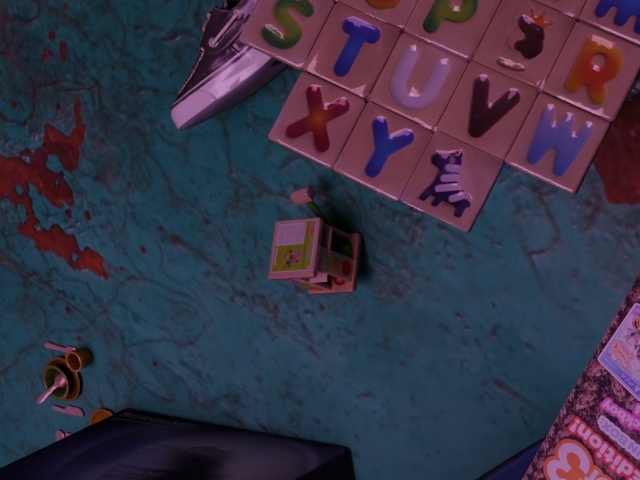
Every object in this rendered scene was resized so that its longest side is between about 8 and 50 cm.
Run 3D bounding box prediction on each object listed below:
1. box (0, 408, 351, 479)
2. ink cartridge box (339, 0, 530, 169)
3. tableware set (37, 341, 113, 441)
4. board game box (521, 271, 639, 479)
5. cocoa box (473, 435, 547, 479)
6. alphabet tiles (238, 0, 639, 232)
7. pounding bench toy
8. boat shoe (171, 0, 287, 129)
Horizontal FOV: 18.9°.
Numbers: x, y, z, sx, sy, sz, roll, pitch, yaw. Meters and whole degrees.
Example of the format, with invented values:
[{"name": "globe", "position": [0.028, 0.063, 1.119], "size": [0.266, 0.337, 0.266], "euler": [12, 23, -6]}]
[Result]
[{"name": "box", "position": [-0.166, 0.294, 1.754], "size": [0.296, 0.294, 0.182], "euler": [5, 108, 38]}, {"name": "ink cartridge box", "position": [0.076, -0.168, 1.474], "size": [0.231, 0.134, 0.078], "euler": [40, 86, 21]}, {"name": "tableware set", "position": [-0.244, 0.181, 1.958], "size": [0.104, 0.024, 0.154], "euler": [9, 112, 37]}, {"name": "board game box", "position": [0.292, 0.098, 1.341], "size": [0.141, 0.232, 0.291], "euler": [40, 128, 21]}, {"name": "cocoa box", "position": [0.121, 0.321, 1.490], "size": [0.231, 0.347, 0.228], "euler": [-41, 79, 42]}, {"name": "alphabet tiles", "position": [0.110, -0.191, 1.386], "size": [0.285, 0.011, 0.342], "euler": [27, 88, 21]}, {"name": "pounding bench toy", "position": [0.000, 0.000, 1.665], "size": [0.052, 0.065, 0.083], "euler": [-5, 72, 41]}, {"name": "boat shoe", "position": [-0.060, -0.175, 1.638], "size": [0.219, 0.078, 0.070], "euler": [-39, 81, 34]}]
